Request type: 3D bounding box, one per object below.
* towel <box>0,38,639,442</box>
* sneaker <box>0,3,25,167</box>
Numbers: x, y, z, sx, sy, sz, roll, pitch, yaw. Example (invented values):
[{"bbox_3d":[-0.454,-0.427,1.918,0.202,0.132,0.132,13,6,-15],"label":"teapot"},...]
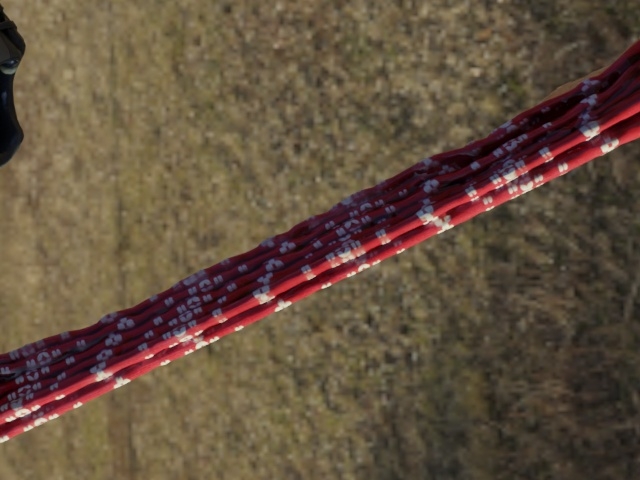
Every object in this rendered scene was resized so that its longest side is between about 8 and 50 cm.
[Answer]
[{"bbox_3d":[0.000,0.000,0.520,0.031,0.275,0.199,64,-178,0],"label":"towel"},{"bbox_3d":[-0.267,-0.175,0.919,0.121,0.111,0.300,31,146,25],"label":"sneaker"}]
